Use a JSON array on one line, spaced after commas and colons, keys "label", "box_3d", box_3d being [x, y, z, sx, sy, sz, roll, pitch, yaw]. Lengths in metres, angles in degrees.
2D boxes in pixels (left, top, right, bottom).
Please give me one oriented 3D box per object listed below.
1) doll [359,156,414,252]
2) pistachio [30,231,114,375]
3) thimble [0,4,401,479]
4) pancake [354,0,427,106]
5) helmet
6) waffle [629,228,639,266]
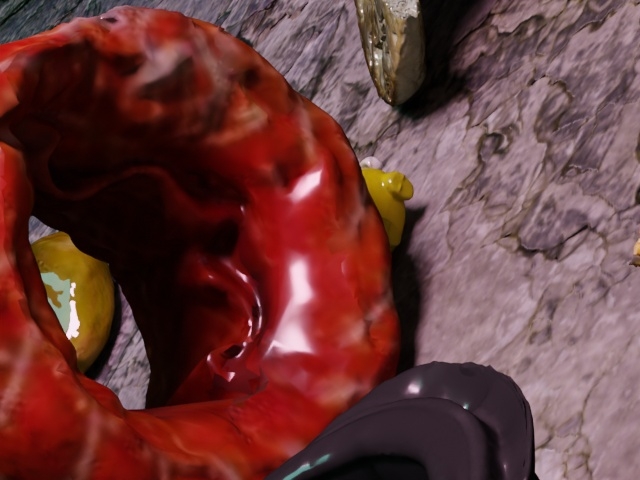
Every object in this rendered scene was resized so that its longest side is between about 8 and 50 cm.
[{"label": "doll", "box_3d": [0.000, 0.000, 1.292, 0.162, 0.062, 0.106, -24, 38, 47]}, {"label": "pistachio", "box_3d": [-0.233, 0.051, 1.617, 0.110, 0.100, 0.189, -50, 21, 21]}, {"label": "thimble", "box_3d": [-0.133, 0.046, 1.145, 0.230, 0.350, 0.350, -28, 34, 47]}, {"label": "pancake", "box_3d": [0.040, -0.223, 1.365, 0.037, 0.253, 0.253, -11, 29, -2]}, {"label": "helmet", "box_3d": [0.029, 0.204, 0.834, 0.279, 0.160, 0.230, -49, 19, -18]}, {"label": "waffle", "box_3d": [0.226, -0.036, 0.931, 0.148, 0.042, 0.102, -57, 22, -7]}]
